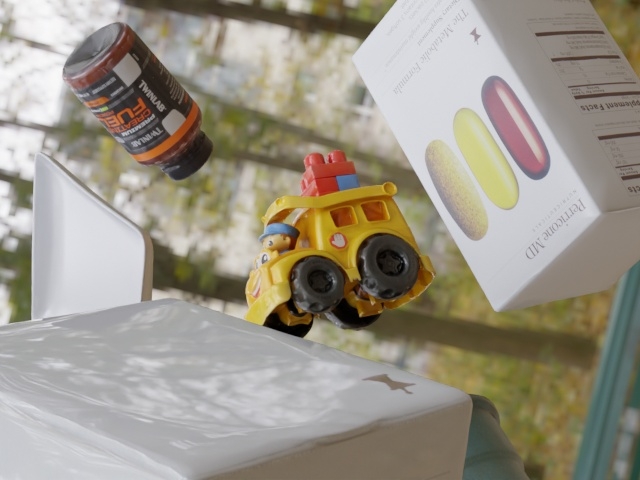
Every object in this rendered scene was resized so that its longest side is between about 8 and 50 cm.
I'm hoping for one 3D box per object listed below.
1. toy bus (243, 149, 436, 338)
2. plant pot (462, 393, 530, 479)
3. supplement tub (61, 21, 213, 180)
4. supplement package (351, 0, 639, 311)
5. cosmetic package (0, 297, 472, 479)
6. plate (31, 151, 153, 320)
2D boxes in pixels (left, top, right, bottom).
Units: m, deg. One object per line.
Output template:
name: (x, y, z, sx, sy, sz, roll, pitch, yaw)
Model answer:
toy bus: (0.000, 0.000, 2.083, 0.149, 0.220, 0.211, -44, 61, 60)
plant pot: (0.180, 0.426, 2.123, 0.341, 0.334, 0.341, -28, -31, -19)
supplement tub: (-0.215, -0.163, 2.101, 0.106, 0.198, 0.106, -30, 30, 20)
supplement package: (0.157, -0.088, 1.316, 0.139, 0.134, 0.244, -50, 60, 42)
cosmetic package: (-0.124, 0.282, 1.310, 0.329, 0.327, 0.393, -7, -72, -51)
plate: (-0.294, 0.052, 2.272, 0.045, 0.277, 0.278, -16, -55, -34)
